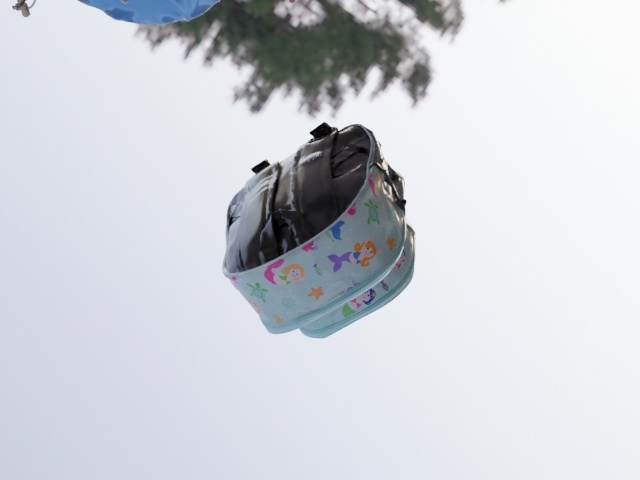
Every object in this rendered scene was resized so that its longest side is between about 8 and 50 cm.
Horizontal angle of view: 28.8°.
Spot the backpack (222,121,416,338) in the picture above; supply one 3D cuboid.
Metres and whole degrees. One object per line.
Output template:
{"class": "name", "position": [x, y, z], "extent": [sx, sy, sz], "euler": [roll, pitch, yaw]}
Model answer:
{"class": "backpack", "position": [0.000, 0.000, 1.470], "extent": [0.191, 0.225, 0.253], "euler": [56, -165, -18]}

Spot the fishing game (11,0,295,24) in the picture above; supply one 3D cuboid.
{"class": "fishing game", "position": [-0.152, -0.248, 0.978], "extent": [0.264, 0.189, 0.041], "euler": [4, -141, 16]}
